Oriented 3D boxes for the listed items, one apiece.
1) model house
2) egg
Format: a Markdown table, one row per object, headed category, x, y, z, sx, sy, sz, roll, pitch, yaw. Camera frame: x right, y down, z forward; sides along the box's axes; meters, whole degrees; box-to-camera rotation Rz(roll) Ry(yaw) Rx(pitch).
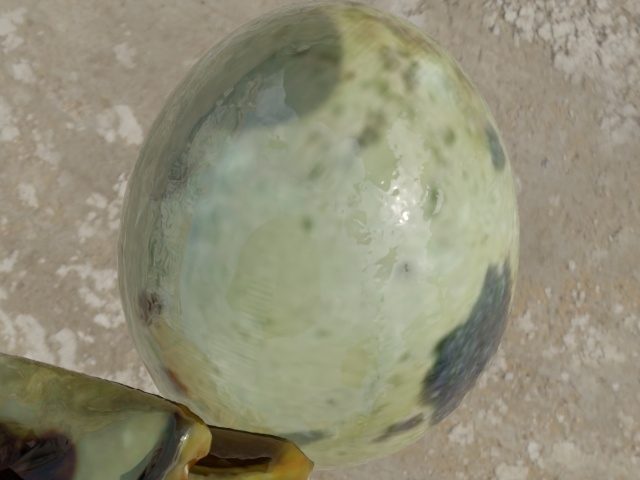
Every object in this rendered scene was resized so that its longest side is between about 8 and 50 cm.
| category | x | y | z | sx | sy | sz | roll | pitch | yaw |
| --- | --- | --- | --- | --- | --- | --- | --- | --- | --- |
| model house | -0.131 | 0.151 | 0.472 | 0.268 | 0.239 | 0.174 | 8 | 80 | 29 |
| egg | 0.000 | 0.000 | 0.795 | 0.344 | 0.345 | 0.428 | 14 | 126 | 7 |
